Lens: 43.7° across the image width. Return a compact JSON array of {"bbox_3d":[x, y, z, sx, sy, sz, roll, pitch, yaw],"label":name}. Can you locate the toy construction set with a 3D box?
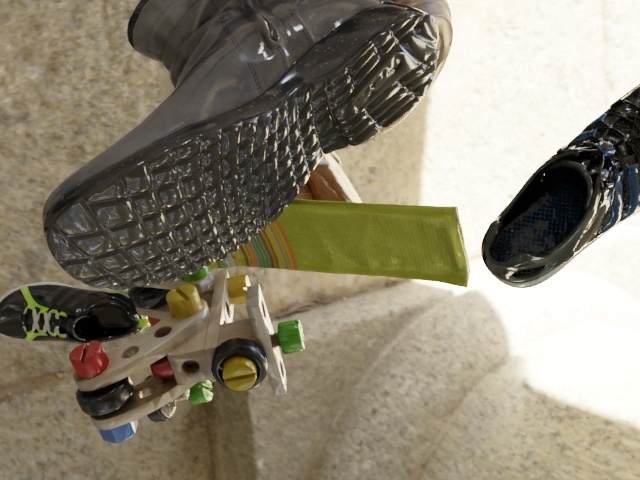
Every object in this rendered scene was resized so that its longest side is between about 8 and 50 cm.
[{"bbox_3d":[-0.139,0.058,0.901,0.257,0.237,0.308,-31,108,-78],"label":"toy construction set"}]

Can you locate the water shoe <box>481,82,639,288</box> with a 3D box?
[{"bbox_3d":[0.198,-0.044,0.561,0.203,0.073,0.080,-47,161,3],"label":"water shoe"}]

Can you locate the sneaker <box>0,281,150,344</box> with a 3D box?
[{"bbox_3d":[-0.357,0.105,1.138,0.235,0.097,0.084,-2,97,-5],"label":"sneaker"}]

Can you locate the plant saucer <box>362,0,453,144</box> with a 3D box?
[{"bbox_3d":[0.100,-0.244,1.183,0.278,0.041,0.278,-37,157,-19],"label":"plant saucer"}]

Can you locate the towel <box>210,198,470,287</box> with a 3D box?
[{"bbox_3d":[0.000,0.000,0.657,0.102,0.237,0.021,63,36,-54],"label":"towel"}]

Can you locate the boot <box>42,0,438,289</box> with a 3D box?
[{"bbox_3d":[-0.095,-0.117,0.627,0.338,0.223,0.118,-33,143,-23],"label":"boot"}]

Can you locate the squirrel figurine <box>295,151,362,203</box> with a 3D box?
[{"bbox_3d":[-0.153,-0.052,1.276,0.370,0.397,0.281,-39,94,10],"label":"squirrel figurine"}]
